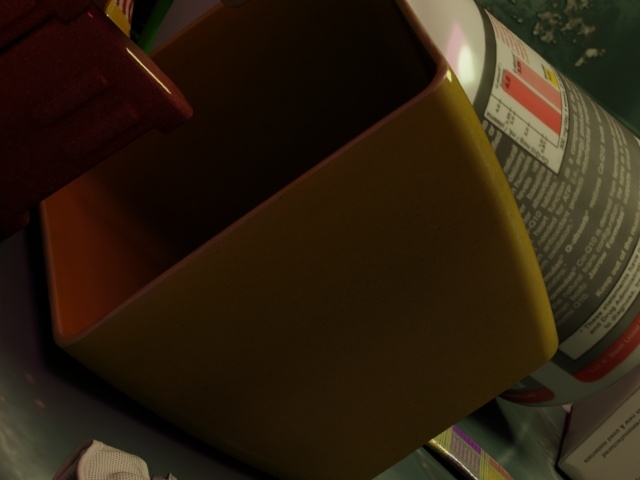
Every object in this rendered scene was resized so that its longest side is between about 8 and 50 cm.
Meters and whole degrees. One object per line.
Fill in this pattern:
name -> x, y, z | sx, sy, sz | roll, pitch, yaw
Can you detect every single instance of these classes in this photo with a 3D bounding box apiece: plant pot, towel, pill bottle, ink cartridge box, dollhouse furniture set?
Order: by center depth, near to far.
dollhouse furniture set -> -0.050, -0.189, 0.842 | 0.152, 0.374, 0.201 | 50, 19, -29
plant pot -> 0.000, 0.000, 0.893 | 0.187, 0.212, 0.212 | 51, 9, -30
towel -> 0.096, 0.141, 1.113 | 0.083, 0.009, 0.060 | 42, 15, -5
pill bottle -> 0.072, -0.052, 1.188 | 0.363, 0.210, 0.210 | 35, 17, -34
ink cartridge box -> 0.300, 0.197, 1.332 | 0.237, 0.100, 0.172 | 44, 15, 1

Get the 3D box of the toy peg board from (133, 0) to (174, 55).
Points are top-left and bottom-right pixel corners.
toy peg board -> -0.147, -0.200, 1.324 | 0.160, 0.079, 0.161 | 28, 13, 2

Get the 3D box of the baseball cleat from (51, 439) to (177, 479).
baseball cleat -> -0.044, 0.112, 0.691 | 0.109, 0.072, 0.206 | 40, 9, 11
